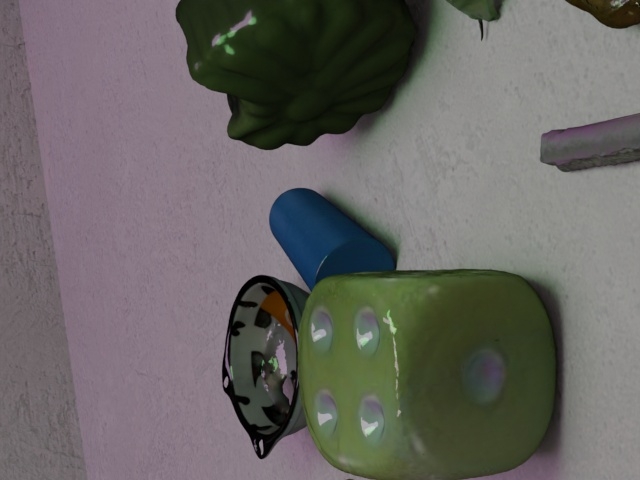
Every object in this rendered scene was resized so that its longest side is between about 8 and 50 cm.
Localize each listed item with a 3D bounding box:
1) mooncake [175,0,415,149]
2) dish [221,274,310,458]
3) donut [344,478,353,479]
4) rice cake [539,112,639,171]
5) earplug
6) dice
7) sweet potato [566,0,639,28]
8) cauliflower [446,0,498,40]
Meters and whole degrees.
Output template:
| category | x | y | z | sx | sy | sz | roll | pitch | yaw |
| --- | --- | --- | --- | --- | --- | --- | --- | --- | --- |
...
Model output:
| category | x | y | z | sx | sy | sz | roll | pitch | yaw |
| --- | --- | --- | --- | --- | --- | --- | --- | --- | --- |
| mooncake | -0.028 | -0.286 | 1.743 | 0.351 | 0.351 | 0.187 | -57 | 43 | 44 |
| dish | -0.052 | 0.198 | 1.978 | 0.303 | 0.120 | 0.303 | -1 | 89 | 61 |
| donut | 0.037 | 0.439 | 1.899 | 0.108 | 0.043 | 0.097 | 52 | 132 | 54 |
| rice cake | 0.345 | -0.117 | 1.346 | 0.270 | 0.049 | 0.055 | -6 | 70 | 62 |
| earplug | 0.000 | 0.000 | 1.892 | 0.273 | 0.132 | 0.132 | 47 | 130 | 55 |
| dice | 0.133 | 0.164 | 1.512 | 0.250 | 0.255 | 0.251 | 1 | 92 | 61 |
| sweet potato | 0.317 | -0.310 | 1.392 | 0.081 | 0.062 | 0.233 | -57 | 37 | 21 |
| cauliflower | 0.173 | -0.411 | 1.544 | 0.257 | 0.239 | 0.315 | -11 | 100 | 22 |
